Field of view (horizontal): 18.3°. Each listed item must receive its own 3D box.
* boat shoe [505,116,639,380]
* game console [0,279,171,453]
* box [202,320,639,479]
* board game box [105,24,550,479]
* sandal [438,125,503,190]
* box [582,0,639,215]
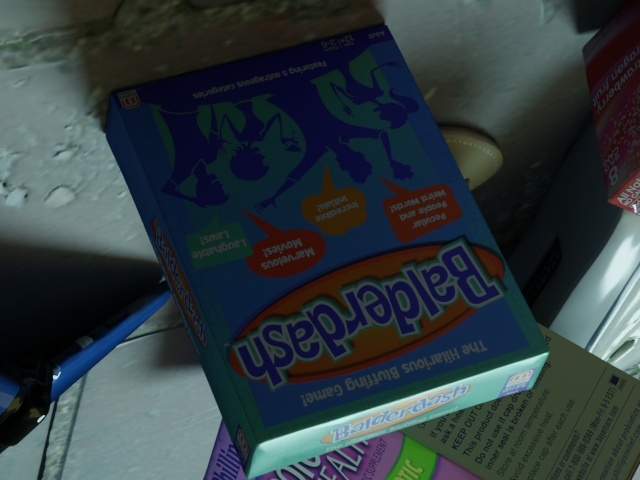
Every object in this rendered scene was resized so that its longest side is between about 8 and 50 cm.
[{"bbox_3d":[0.202,0.050,1.368,0.156,0.135,0.367,8,138,-16],"label":"boat shoe"},{"bbox_3d":[-0.273,0.096,1.181,0.250,0.173,0.293,33,124,-25],"label":"game console"},{"bbox_3d":[0.066,0.130,1.276,0.117,0.243,0.213,-56,172,-31],"label":"box"},{"bbox_3d":[0.000,0.000,1.014,0.160,0.210,0.047,-16,154,-18],"label":"board game box"},{"bbox_3d":[0.037,-0.019,1.166,0.088,0.079,0.240,-39,152,29],"label":"sandal"},{"bbox_3d":[0.268,-0.120,1.069,0.123,0.128,0.257,21,134,-24],"label":"box"}]
